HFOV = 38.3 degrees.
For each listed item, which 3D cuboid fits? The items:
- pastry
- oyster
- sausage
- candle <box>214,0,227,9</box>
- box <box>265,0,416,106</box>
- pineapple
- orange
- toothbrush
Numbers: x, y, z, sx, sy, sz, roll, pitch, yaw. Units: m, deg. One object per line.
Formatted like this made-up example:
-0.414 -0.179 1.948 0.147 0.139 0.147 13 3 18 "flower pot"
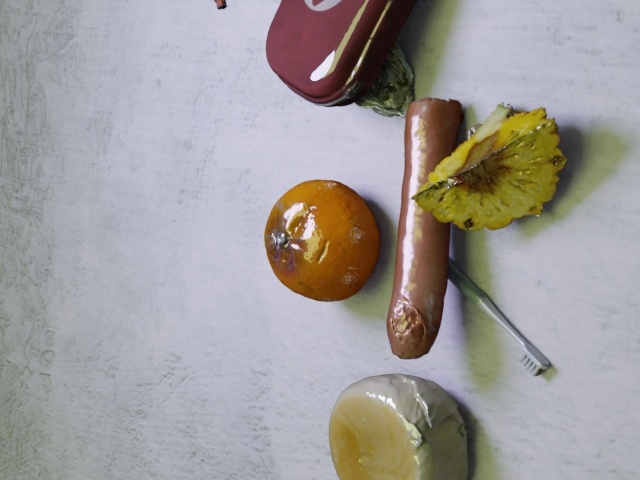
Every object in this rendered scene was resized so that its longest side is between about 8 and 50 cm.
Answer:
0.128 0.341 1.514 0.265 0.133 0.265 4 96 50 "pastry"
0.102 -0.282 1.587 0.125 0.064 0.177 -15 70 36 "oyster"
0.164 -0.021 1.455 0.094 0.094 0.419 168 109 -67 "sausage"
-0.233 -0.580 2.005 0.026 0.021 0.167 -26 72 47 "candle"
0.053 -0.424 1.542 0.263 0.108 0.404 39 107 45 "box"
0.273 -0.110 1.370 0.250 0.140 0.164 -34 23 29 "pineapple"
0.000 0.000 1.629 0.224 0.170 0.224 6 98 51 "orange"
0.241 0.088 1.455 0.342 0.025 0.030 50 127 36 "toothbrush"
